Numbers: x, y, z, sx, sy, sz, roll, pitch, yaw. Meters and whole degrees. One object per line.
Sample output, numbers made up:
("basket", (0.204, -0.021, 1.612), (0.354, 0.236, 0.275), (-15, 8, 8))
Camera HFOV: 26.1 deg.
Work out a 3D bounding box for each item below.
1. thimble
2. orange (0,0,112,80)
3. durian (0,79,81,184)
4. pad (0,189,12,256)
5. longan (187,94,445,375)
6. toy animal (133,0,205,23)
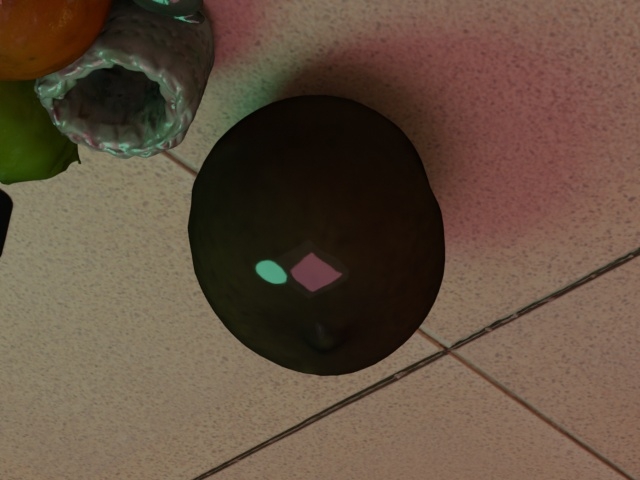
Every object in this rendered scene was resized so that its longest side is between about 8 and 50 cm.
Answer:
("thimble", (-0.241, -0.210, 1.689), (0.211, 0.149, 0.185), (7, 141, 5))
("orange", (-0.368, -0.299, 1.521), (0.284, 0.226, 0.284), (22, 171, 4))
("durian", (-0.457, -0.186, 1.741), (0.339, 0.204, 0.256), (11, 154, -14))
("pad", (-0.593, -0.053, 2.046), (0.267, 0.004, 0.181), (18, 139, -8))
("longan", (0.000, 0.000, 1.739), (0.361, 0.361, 0.361), (6, 139, 5))
("toy animal", (-0.164, -0.354, 1.538), (0.138, 0.108, 0.236), (6, 138, 6))
